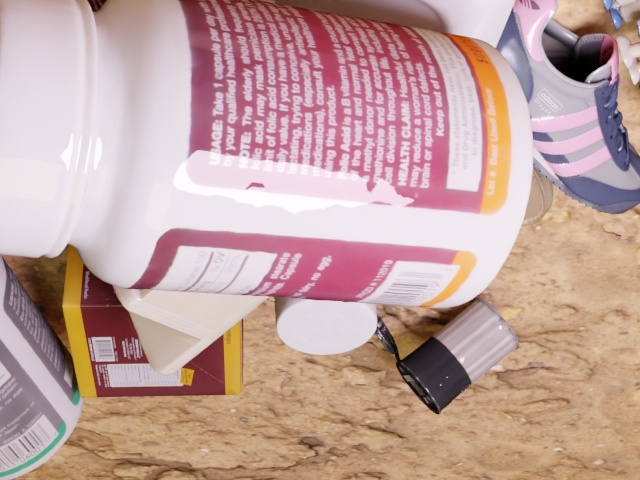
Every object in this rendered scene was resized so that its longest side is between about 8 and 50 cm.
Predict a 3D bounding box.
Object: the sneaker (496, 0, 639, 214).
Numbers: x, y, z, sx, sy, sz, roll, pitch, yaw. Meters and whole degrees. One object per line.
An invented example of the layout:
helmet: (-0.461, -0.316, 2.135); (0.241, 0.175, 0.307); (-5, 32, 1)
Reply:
sneaker: (0.261, -0.133, 1.221); (0.131, 0.112, 0.319); (-30, 136, 33)

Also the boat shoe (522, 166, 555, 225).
boat shoe: (0.158, -0.089, 1.275); (0.109, 0.098, 0.302); (-23, 137, 22)

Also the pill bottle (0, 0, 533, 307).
pill bottle: (-0.062, -0.070, 0.924); (0.392, 0.224, 0.224); (5, 141, -24)

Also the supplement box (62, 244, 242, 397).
supplement box: (-0.187, 0.078, 1.432); (0.194, 0.129, 0.191); (-1, 141, -4)

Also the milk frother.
milk frother: (0.147, 0.117, 1.545); (0.135, 0.129, 0.143); (-38, 107, -11)

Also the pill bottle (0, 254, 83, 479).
pill bottle: (-0.422, 0.106, 1.390); (0.204, 0.204, 0.361); (-10, 141, 8)

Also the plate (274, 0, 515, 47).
plate: (0.013, -0.179, 1.106); (0.278, 0.045, 0.277); (24, 142, 7)

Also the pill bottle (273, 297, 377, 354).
pill bottle: (0.000, 0.000, 1.276); (0.121, 0.221, 0.121); (-2, 141, -2)

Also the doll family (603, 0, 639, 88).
doll family: (0.382, -0.173, 1.173); (0.163, 0.118, 0.263); (-20, 139, 19)

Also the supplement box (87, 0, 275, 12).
supplement box: (-0.161, -0.146, 1.036); (0.130, 0.073, 0.239); (15, 127, -43)

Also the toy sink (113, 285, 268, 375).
toy sink: (-0.132, -0.005, 1.173); (0.234, 0.153, 0.131); (-38, 144, 17)
